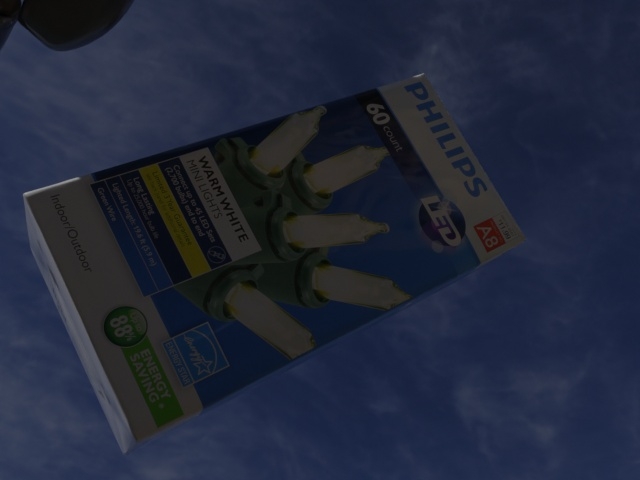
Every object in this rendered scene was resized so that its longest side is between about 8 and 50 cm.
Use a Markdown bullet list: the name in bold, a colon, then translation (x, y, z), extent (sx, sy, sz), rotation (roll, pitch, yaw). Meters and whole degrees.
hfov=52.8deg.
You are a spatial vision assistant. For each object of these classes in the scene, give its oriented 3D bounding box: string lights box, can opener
- **string lights box**: translation (-0.019, 0.002, 0.385), extent (0.260, 0.133, 0.077), rotation (-23, -12, -28)
- **can opener**: translation (-0.213, -0.124, 0.405), extent (0.280, 0.074, 0.093), rotation (-18, -55, 44)
